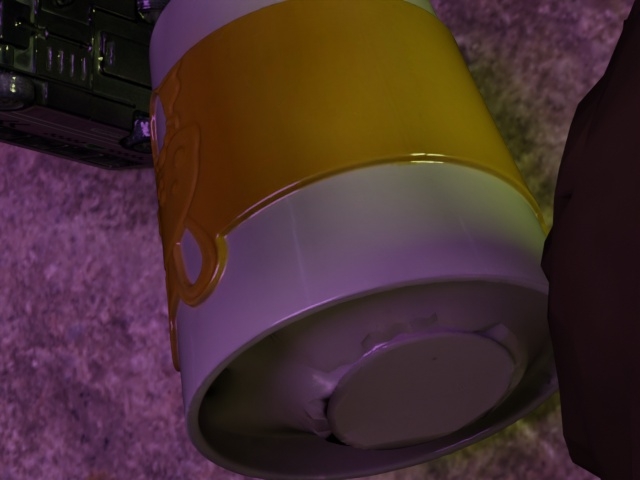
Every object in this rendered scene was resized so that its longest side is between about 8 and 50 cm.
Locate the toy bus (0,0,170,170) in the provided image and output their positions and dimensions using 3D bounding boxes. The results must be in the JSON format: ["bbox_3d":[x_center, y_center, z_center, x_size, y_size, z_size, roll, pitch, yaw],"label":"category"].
[{"bbox_3d":[-0.158,-0.102,1.027,0.108,0.199,0.096,-10,74,40],"label":"toy bus"}]

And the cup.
[{"bbox_3d":[0.000,0.000,0.877,0.241,0.185,0.226,119,143,-51],"label":"cup"}]

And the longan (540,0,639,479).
[{"bbox_3d":[0.256,0.040,0.556,0.391,0.391,0.391,-10,73,36],"label":"longan"}]
